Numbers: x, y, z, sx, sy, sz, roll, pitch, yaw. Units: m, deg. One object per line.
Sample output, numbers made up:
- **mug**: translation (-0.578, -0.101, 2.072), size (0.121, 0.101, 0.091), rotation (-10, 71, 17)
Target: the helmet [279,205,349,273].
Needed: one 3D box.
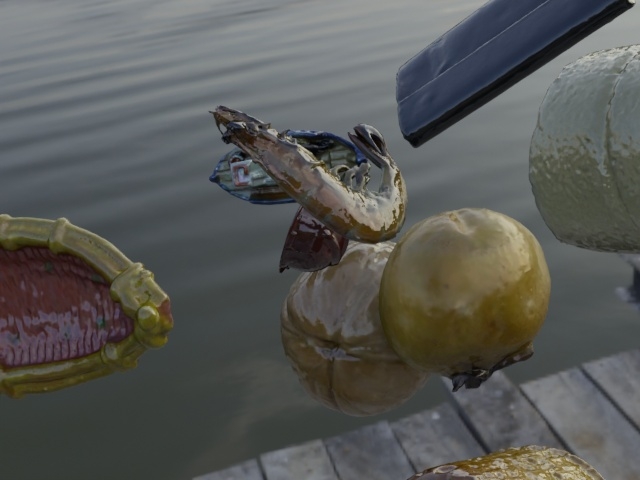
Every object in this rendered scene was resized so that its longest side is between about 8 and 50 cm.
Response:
- **helmet**: translation (0.000, 0.000, 0.992), size (0.057, 0.111, 0.089), rotation (23, 59, 6)

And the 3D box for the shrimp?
- **shrimp**: translation (0.002, -0.073, 0.768), size (0.178, 0.034, 0.124), rotation (36, 46, -1)

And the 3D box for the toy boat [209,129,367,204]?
- **toy boat**: translation (-0.054, -0.113, 1.480), size (0.262, 0.114, 0.115), rotation (-8, 9, 8)

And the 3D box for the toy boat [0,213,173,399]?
- **toy boat**: translation (-0.240, 0.053, 0.692), size (0.318, 0.141, 0.099), rotation (-7, 11, 19)

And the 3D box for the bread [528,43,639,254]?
- **bread**: translation (0.226, -0.056, 0.574), size (0.148, 0.134, 0.141), rotation (-21, 15, -31)

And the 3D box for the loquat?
- **loquat**: translation (0.190, 0.077, 1.254), size (0.244, 0.243, 0.244), rotation (-7, 26, 3)

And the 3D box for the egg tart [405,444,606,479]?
- **egg tart**: translation (0.130, 0.255, 0.749), size (0.147, 0.202, 0.203), rotation (19, 6, -40)

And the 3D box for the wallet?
- **wallet**: translation (0.293, -0.323, 1.511), size (0.406, 0.062, 0.228), rotation (-34, 32, 29)

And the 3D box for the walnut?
- **walnut**: translation (0.073, 0.137, 1.516), size (0.252, 0.277, 0.313), rotation (-19, 4, 22)
